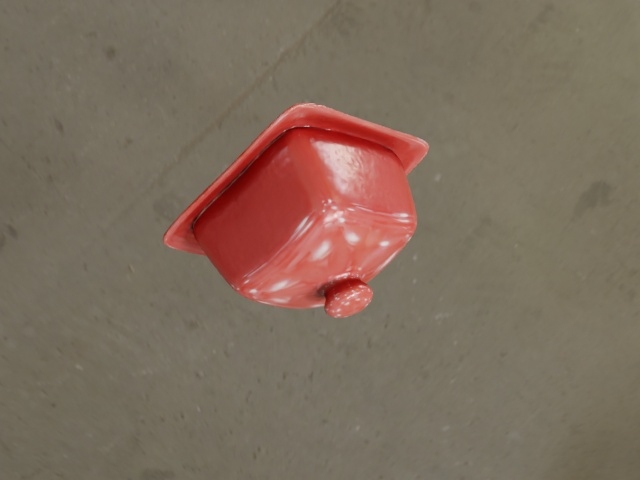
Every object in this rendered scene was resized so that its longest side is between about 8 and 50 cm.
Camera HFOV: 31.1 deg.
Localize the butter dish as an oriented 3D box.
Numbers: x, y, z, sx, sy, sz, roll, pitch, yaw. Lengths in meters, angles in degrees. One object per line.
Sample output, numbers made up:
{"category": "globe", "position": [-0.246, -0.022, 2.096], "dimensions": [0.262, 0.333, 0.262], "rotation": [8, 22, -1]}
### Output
{"category": "butter dish", "position": [0.000, 0.000, 0.805], "dimensions": [0.160, 0.160, 0.118], "rotation": [-41, 58, 28]}
